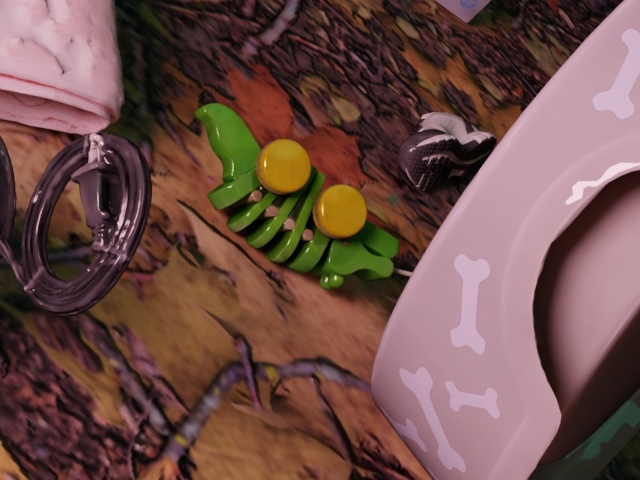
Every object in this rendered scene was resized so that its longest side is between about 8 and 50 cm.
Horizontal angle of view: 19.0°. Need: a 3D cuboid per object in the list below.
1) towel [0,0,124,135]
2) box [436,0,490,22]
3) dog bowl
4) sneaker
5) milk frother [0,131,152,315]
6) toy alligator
[{"bbox_3d":[-0.224,-0.234,0.890,0.317,0.053,0.331,14,63,-48],"label":"towel"},{"bbox_3d":[0.064,-0.266,1.486,0.145,0.038,0.186,32,31,-26],"label":"box"},{"bbox_3d":[0.160,-0.006,0.953,0.102,0.348,0.349,39,25,15],"label":"dog bowl"},{"bbox_3d":[0.072,-0.060,1.223,0.044,0.040,0.109,37,20,19],"label":"sneaker"},{"bbox_3d":[-0.157,-0.013,0.703,0.135,0.143,0.129,-4,63,-60],"label":"milk frother"},{"bbox_3d":[0.000,0.000,1.020,0.190,0.056,0.051,38,70,-18],"label":"toy alligator"}]
